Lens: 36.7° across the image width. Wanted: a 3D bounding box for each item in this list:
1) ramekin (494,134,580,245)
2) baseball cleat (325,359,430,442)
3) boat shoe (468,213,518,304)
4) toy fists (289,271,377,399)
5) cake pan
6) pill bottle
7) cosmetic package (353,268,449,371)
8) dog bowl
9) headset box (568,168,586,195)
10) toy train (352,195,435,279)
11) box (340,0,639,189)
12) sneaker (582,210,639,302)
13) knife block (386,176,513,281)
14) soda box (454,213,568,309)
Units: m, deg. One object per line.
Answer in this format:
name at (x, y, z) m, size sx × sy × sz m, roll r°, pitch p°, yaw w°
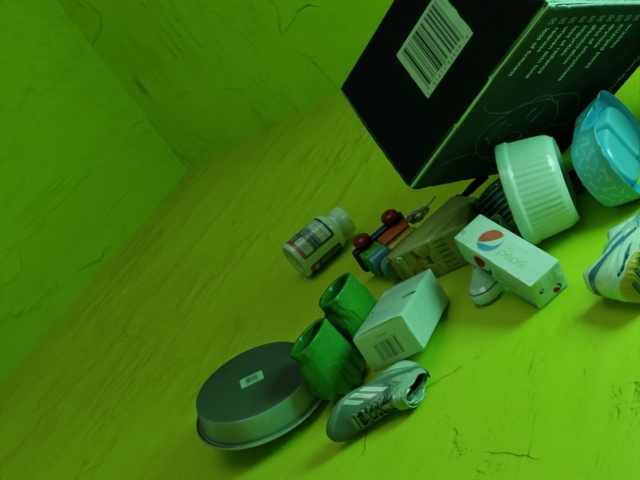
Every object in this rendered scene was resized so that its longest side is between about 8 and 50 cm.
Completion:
ramekin at (0.421, -0.103, 1.852) m, size 0.109 × 0.207 × 0.207 m, roll -19°, pitch 23°, yaw 19°
baseball cleat at (0.101, 0.283, 1.681) m, size 0.206 × 0.072 × 0.109 m, roll -41°, pitch 19°, yaw -11°
boat shoe at (0.323, 0.034, 1.880) m, size 0.083 × 0.076 × 0.226 m, roll -24°, pitch 22°, yaw 33°
toy fists at (0.040, 0.195, 1.898) m, size 0.096 × 0.142 × 0.279 m, roll -31°, pitch 18°, yaw 38°
cake pan at (-0.125, 0.300, 1.932) m, size 0.293 × 0.054 × 0.293 m, roll -20°, pitch 24°, yaw 9°
pill bottle at (0.000, 0.000, 2.489) m, size 0.180 × 0.108 × 0.108 m, roll -40°, pitch 19°, yaw -14°
cosmetic package at (0.156, 0.147, 1.825) m, size 0.117 × 0.085 × 0.231 m, roll -29°, pitch 9°, yaw 25°
dog bowl at (0.554, -0.171, 1.848) m, size 0.074 × 0.166 × 0.297 m, roll -38°, pitch 15°, yaw 34°
headset box at (0.519, -0.119, 1.969) m, size 0.083 × 0.032 × 0.062 m, roll -31°, pitch 19°, yaw 18°
toy train at (0.203, -0.013, 2.185) m, size 0.248 × 0.105 × 0.143 m, roll -40°, pitch 29°, yaw -10°
box at (0.378, -0.381, 1.906) m, size 0.471 × 0.297 × 0.480 m, roll -10°, pitch -32°, yaw -39°
sneaker at (0.537, -0.022, 1.580) m, size 0.296 × 0.112 × 0.131 m, roll -44°, pitch 19°, yaw -23°
knife block at (0.294, -0.036, 2.085) m, size 0.275 × 0.088 × 0.242 m, roll -27°, pitch 20°, yaw 27°
soda box at (0.341, 0.036, 1.747) m, size 0.074 × 0.069 × 0.216 m, roll -41°, pitch 39°, yaw -10°
